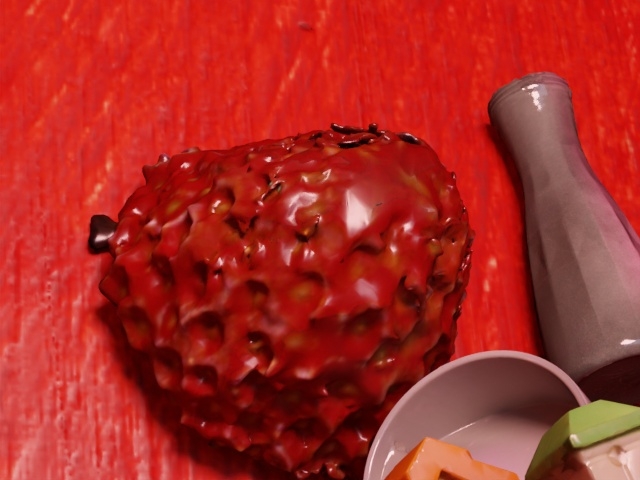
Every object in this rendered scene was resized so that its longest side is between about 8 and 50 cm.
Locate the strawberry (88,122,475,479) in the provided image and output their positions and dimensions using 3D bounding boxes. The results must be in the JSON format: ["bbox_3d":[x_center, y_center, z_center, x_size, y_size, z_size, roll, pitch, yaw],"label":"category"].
[{"bbox_3d":[0.000,0.000,1.028,0.234,0.178,0.234,14,52,-19],"label":"strawberry"}]

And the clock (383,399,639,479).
[{"bbox_3d":[0.089,0.214,0.805,0.220,0.106,0.255,-16,70,-23],"label":"clock"}]

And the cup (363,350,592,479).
[{"bbox_3d":[0.131,0.152,0.986,0.142,0.173,0.134,45,57,-44],"label":"cup"}]

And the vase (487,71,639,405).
[{"bbox_3d":[0.160,-0.004,1.153,0.086,0.086,0.214,-1,58,-23],"label":"vase"}]
